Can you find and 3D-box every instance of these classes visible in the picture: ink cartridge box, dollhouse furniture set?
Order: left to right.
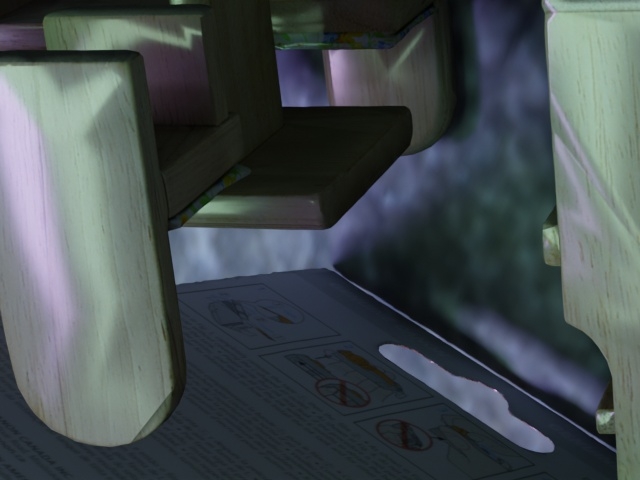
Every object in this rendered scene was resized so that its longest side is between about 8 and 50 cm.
[{"bbox_3d":[-0.021,0.076,0.544,0.189,0.232,0.066,33,109,36],"label":"ink cartridge box"},{"bbox_3d":[0.000,0.000,0.509,0.242,0.212,0.161,2,112,21],"label":"dollhouse furniture set"}]
